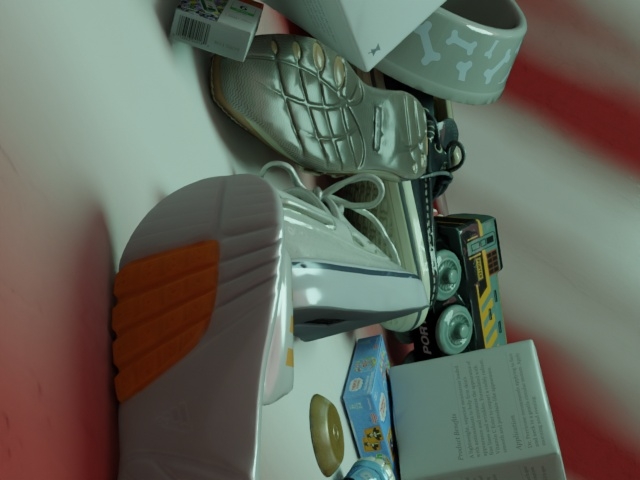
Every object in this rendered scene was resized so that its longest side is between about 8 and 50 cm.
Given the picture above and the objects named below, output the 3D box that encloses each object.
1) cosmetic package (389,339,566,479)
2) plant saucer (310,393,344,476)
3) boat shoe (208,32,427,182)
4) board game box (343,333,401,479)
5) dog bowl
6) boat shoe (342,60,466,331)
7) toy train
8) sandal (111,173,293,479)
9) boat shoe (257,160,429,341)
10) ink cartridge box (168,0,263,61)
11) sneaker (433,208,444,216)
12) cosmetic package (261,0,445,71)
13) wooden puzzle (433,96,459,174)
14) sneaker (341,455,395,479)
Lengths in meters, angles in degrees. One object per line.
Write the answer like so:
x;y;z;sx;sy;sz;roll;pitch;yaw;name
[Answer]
0.194;0.236;1.076;0.151;0.183;0.151;61;20;-51;cosmetic package
0.009;0.195;0.882;0.083;0.015;0.083;-12;90;-77;plant saucer
-0.009;-0.118;0.886;0.324;0.116;0.123;17;76;-54;boat shoe
0.080;0.246;1.083;0.160;0.039;0.211;-64;141;-70;board game box
0.132;-0.336;1.216;0.102;0.348;0.349;-57;-166;32;dog bowl
0.114;-0.108;1.194;0.187;0.156;0.500;116;-25;-51;boat shoe
0.211;0.112;1.378;0.190;0.142;0.334;-22;107;-36;toy train
-0.066;0.091;0.503;0.076;0.102;0.265;55;35;-63;sandal
-0.008;0.002;0.771;0.367;0.136;0.156;12;63;-65;boat shoe
-0.082;-0.190;0.731;0.115;0.063;0.029;-81;-170;-57;ink cartridge box
0.187;-0.009;1.554;0.116;0.136;0.314;57;24;-60;sneaker
-0.015;-0.300;0.730;0.224;0.138;0.224;43;-9;34;cosmetic package
0.138;-0.125;1.400;0.044;0.239;0.221;22;40;-18;wooden puzzle
0.048;0.308;0.888;0.073;0.063;0.162;-5;78;-59;sneaker
